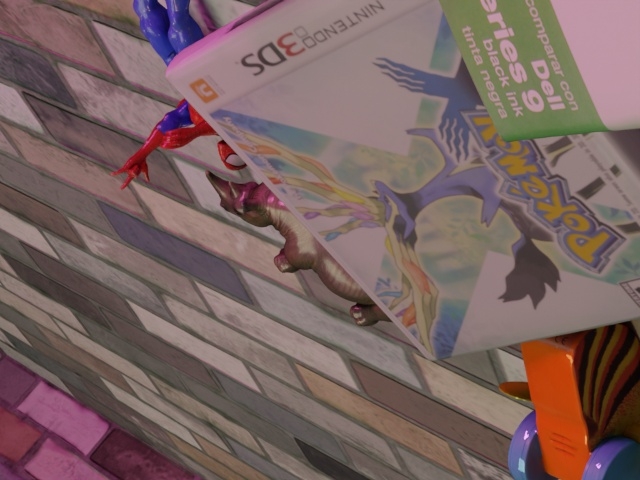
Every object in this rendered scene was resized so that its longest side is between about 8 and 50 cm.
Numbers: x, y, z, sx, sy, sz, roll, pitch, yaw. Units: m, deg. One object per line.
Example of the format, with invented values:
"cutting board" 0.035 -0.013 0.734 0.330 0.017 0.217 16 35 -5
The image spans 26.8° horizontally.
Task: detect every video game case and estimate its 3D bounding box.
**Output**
"video game case" 0.085 -0.052 0.946 0.329 0.036 0.300 47 143 -20

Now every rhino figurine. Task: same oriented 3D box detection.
"rhino figurine" 0.000 0.000 1.221 0.243 0.073 0.106 33 162 -9

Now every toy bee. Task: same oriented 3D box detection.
"toy bee" 0.235 0.173 1.141 0.195 0.162 0.298 38 136 29

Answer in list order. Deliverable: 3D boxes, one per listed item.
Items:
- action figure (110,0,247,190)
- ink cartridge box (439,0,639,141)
"action figure" -0.139 -0.134 1.138 0.091 0.139 0.280 24 157 39
"ink cartridge box" 0.192 -0.129 0.417 0.289 0.211 0.121 3 118 64
